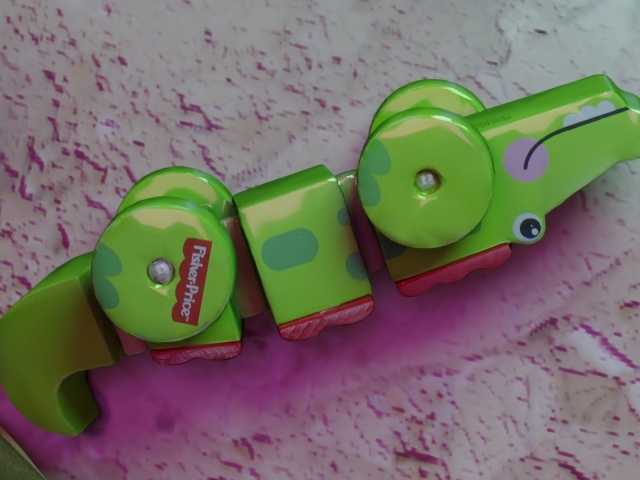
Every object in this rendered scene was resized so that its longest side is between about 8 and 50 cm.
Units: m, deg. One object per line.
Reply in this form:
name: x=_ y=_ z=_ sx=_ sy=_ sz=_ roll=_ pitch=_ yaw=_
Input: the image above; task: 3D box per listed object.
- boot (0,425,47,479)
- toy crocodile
boot: x=-0.185 y=0.119 z=0.933 sx=0.305 sy=0.115 sz=0.112 roll=29 pitch=70 yaw=20
toy crocodile: x=0.000 y=0.000 z=0.958 sx=0.341 sy=0.115 sz=0.105 roll=-19 pitch=101 yaw=3
